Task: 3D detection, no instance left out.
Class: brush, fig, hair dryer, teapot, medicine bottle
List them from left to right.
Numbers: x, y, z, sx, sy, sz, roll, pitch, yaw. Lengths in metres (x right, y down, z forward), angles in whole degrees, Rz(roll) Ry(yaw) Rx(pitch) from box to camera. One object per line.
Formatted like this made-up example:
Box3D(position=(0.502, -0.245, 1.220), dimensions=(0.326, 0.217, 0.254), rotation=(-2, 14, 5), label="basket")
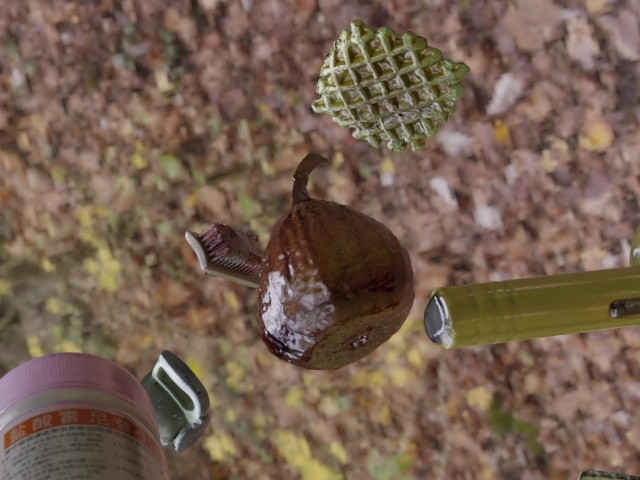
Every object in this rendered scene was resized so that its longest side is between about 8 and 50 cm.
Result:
Box3D(position=(-0.248, 0.269, 1.510), dimensions=(0.316, 0.202, 0.202), rotation=(-117, 17, -62), label="medicine bottle")
Box3D(position=(-0.194, 0.220, 2.030), dimensions=(0.108, 0.111, 0.149), rotation=(39, 111, 15), label="teapot")
Box3D(position=(-0.078, 0.027, 1.918), dimensions=(0.060, 0.050, 0.321), rotation=(59, -167, 19), label="brush")
Box3D(position=(0.000, 0.000, 1.241), dimensions=(0.146, 0.133, 0.201), rotation=(-41, 55, 48), label="fig")
Box3D(position=(0.196, 0.034, 1.018), dimensions=(0.135, 0.278, 0.090), rotation=(-138, 47, -61), label="hair dryer")

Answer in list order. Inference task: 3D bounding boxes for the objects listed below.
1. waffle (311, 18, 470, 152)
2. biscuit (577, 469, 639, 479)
Box3D(position=(0.098, -0.222, 2.184), dimensions=(0.054, 0.208, 0.214), rotation=(-72, 5, -45), label="waffle")
Box3D(position=(0.312, 0.263, 1.267), dimensions=(0.040, 0.199, 0.121), rotation=(87, -169, -66), label="biscuit")
